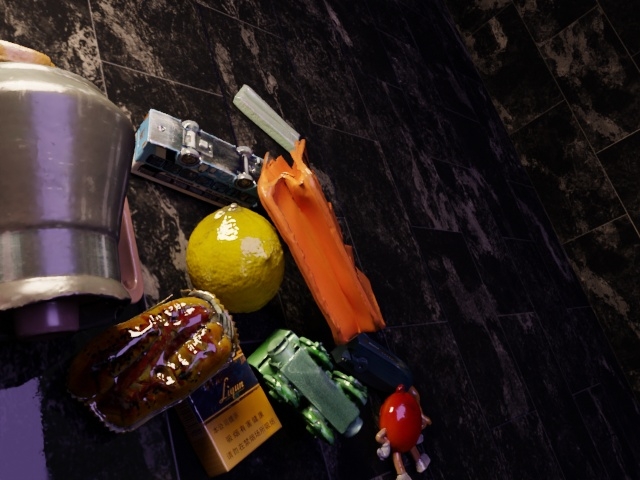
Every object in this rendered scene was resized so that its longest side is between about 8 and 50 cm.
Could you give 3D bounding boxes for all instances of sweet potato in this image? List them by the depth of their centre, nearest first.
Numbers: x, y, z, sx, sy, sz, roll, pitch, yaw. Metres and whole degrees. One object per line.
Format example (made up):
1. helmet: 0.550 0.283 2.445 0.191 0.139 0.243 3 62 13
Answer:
1. sweet potato: 0.229 0.389 1.384 0.044 0.044 0.179 -32 96 -53

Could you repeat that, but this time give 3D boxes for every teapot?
1. teapot: -0.408 -0.030 0.832 0.376 0.305 0.362 35 42 -71

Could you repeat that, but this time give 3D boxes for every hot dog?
1. hot dog: -0.262 0.189 0.877 0.270 0.082 0.163 -31 87 -23

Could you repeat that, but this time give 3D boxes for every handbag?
1. handbag: 0.000 0.000 1.195 0.303 0.116 0.410 -99 164 -69

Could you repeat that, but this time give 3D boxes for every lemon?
1. lemon: -0.165 0.039 1.075 0.192 0.192 0.231 -39 133 -53

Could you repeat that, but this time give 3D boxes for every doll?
1. doll: 0.185 0.447 1.265 0.183 0.085 0.217 -15 93 -49

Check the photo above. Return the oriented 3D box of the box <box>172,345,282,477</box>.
1. box: -0.189 0.278 0.988 0.152 0.070 0.237 -22 83 -52

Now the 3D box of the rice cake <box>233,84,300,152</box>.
1. rice cake: -0.141 -0.331 1.501 0.221 0.042 0.080 40 36 -19

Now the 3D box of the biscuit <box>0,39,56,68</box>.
1. biscuit: -0.517 -0.257 0.856 0.186 0.295 0.044 5 90 -43

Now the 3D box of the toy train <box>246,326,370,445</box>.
1. toy train: -0.027 0.280 1.060 0.132 0.188 0.243 -45 101 -19

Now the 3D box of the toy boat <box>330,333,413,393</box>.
1. toy boat: 0.135 0.297 1.306 0.246 0.093 0.103 37 20 -24

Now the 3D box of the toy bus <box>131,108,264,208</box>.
1. toy bus: -0.254 -0.162 1.181 0.297 0.131 0.106 22 46 -37
